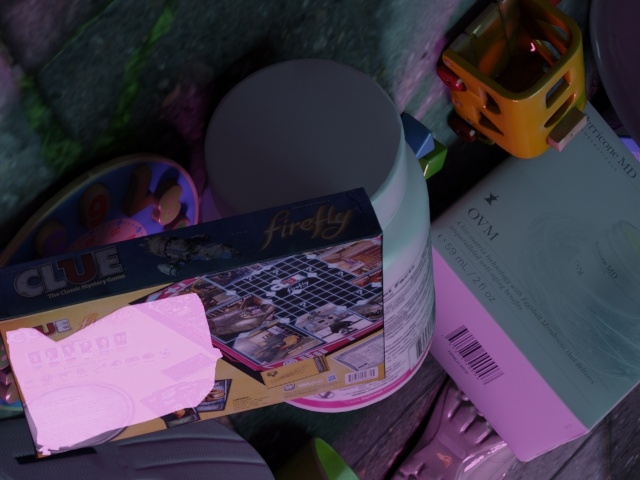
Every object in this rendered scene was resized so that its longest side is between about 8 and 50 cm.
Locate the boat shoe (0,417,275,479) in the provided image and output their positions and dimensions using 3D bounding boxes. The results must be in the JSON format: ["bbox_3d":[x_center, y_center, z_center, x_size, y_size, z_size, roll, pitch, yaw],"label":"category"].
[{"bbox_3d":[-0.170,0.197,1.447,0.335,0.121,0.119,9,127,-52],"label":"boat shoe"}]

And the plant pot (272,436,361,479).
[{"bbox_3d":[-0.048,0.381,1.790,0.293,0.274,0.275,-35,158,3],"label":"plant pot"}]

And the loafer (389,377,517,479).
[{"bbox_3d":[0.177,0.211,2.118,0.319,0.112,0.111,-53,164,26],"label":"loafer"}]

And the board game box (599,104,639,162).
[{"bbox_3d":[0.440,-0.145,1.894,0.316,0.242,0.064,-35,116,-32],"label":"board game box"}]

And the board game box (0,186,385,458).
[{"bbox_3d":[-0.080,0.056,1.228,0.243,0.042,0.165,-12,143,-7],"label":"board game box"}]

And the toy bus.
[{"bbox_3d":[0.171,-0.122,1.580,0.202,0.104,0.191,-22,145,-49],"label":"toy bus"}]

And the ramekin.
[{"bbox_3d":[0.340,-0.161,1.677,0.109,0.207,0.207,-26,151,-15],"label":"ramekin"}]

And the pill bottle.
[{"bbox_3d":[0.000,0.000,1.371,0.160,0.160,0.283,-43,156,-17],"label":"pill bottle"}]

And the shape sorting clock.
[{"bbox_3d":[-0.157,0.031,1.281,0.206,0.040,0.206,-41,156,-23],"label":"shape sorting clock"}]

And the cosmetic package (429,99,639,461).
[{"bbox_3d":[0.211,0.034,1.702,0.225,0.224,0.138,-40,179,-27],"label":"cosmetic package"}]
